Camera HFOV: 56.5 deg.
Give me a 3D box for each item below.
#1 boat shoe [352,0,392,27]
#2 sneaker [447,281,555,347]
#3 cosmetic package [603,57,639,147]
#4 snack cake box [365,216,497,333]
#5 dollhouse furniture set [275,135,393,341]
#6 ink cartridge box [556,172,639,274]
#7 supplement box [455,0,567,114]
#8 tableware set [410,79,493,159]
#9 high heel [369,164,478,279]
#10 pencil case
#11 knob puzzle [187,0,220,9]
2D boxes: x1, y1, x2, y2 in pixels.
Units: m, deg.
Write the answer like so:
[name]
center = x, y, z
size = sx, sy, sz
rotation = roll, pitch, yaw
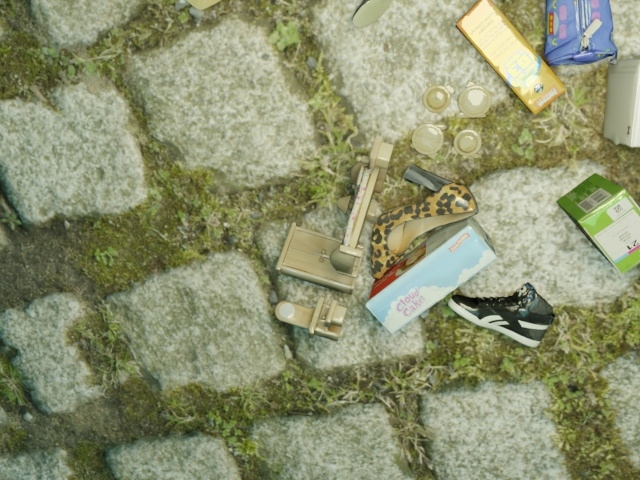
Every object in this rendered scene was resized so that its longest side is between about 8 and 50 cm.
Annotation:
[boat shoe]
center = 0.112, -0.474, 1.158
size = 0.137, 0.049, 0.043
rotation = -42, 52, 21
[sneaker]
center = 0.389, 0.130, 1.263
size = 0.217, 0.079, 0.121
rotation = 23, 105, -5
[cosmetic package]
center = 0.710, -0.244, 1.030
size = 0.365, 0.197, 0.155
rotation = 1, 106, 9
[snack cake box]
center = 0.226, 0.063, 1.229
size = 0.264, 0.152, 0.089
rotation = -40, 96, 18
[dollhouse furniture set]
center = 0.000, 0.000, 1.142
size = 0.174, 0.355, 0.303
rotation = 16, 69, 5
[ink cartridge box]
center = 0.583, 0.010, 1.127
size = 0.097, 0.189, 0.255
rotation = -39, 96, 17
[supplement box]
center = 0.359, -0.349, 1.127
size = 0.233, 0.080, 0.078
rotation = 45, 111, -7
[tableware set]
center = 0.265, -0.243, 1.206
size = 0.141, 0.020, 0.168
rotation = 13, 109, 9
[high heel]
center = 0.201, -0.008, 1.202
size = 0.186, 0.093, 0.261
rotation = 35, 109, 43
[pencil case]
center = 0.455, -0.459, 1.049
size = 0.119, 0.133, 0.306
rotation = -5, 104, 14
[knob puzzle]
center = -0.232, -0.567, 1.202
size = 0.213, 0.030, 0.213
rotation = 3, 106, 9
